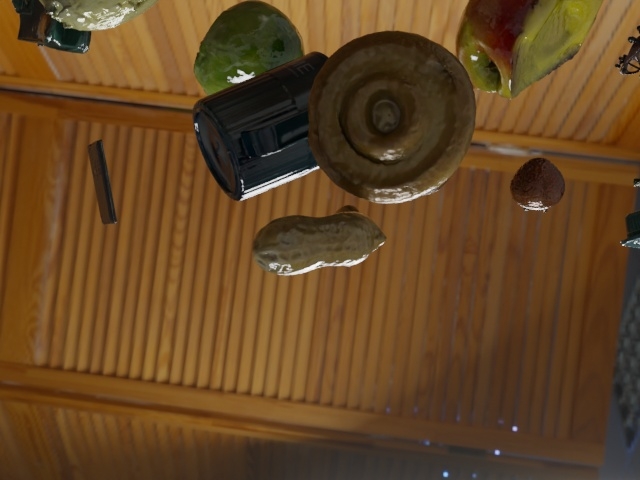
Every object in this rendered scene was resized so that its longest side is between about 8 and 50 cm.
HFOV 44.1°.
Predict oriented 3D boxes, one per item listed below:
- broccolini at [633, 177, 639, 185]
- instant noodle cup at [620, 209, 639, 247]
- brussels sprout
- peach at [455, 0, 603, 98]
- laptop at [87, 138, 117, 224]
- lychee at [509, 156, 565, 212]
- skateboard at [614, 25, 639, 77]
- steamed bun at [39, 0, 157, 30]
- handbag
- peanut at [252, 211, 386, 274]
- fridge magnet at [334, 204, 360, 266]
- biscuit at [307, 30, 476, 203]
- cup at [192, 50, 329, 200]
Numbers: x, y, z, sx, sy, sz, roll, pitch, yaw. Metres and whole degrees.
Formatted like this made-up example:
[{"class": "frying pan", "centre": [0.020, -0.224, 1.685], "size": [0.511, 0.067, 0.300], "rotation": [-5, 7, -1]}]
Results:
[{"class": "broccolini", "centre": [0.831, -0.130, 1.823], "size": [0.091, 0.202, 0.068], "rotation": [25, 89, -61]}, {"class": "instant noodle cup", "centre": [0.738, -0.042, 1.688], "size": [0.157, 0.179, 0.070], "rotation": [3, 70, -51]}, {"class": "brussels sprout", "centre": [-0.200, -0.525, 2.221], "size": [0.344, 0.344, 0.268], "rotation": [80, 5, -79]}, {"class": "peach", "centre": [0.466, -0.528, 1.773], "size": [0.380, 0.242, 0.306], "rotation": [-35, 140, -20]}, {"class": "laptop", "centre": [-0.473, -0.124, 1.709], "size": [0.129, 0.016, 0.180], "rotation": [1, -78, 65]}, {"class": "lychee", "centre": [0.439, -0.103, 1.575], "size": [0.101, 0.114, 0.140], "rotation": [9, -48, 55]}, {"class": "skateboard", "centre": [0.882, -0.516, 2.199], "size": [0.067, 0.080, 0.151], "rotation": [-48, 161, -27]}, {"class": "steamed bun", "centre": [-0.344, -0.453, 1.270], "size": [0.273, 0.232, 0.166], "rotation": [-44, 168, -7]}, {"class": "handbag", "centre": [-0.532, -0.553, 1.596], "size": [0.089, 0.238, 0.327], "rotation": [2, 102, -42]}, {"class": "peanut", "centre": [0.000, 0.000, 1.357], "size": [0.117, 0.263, 0.101], "rotation": [42, -48, 50]}, {"class": "fridge magnet", "centre": [0.066, -0.012, 1.819], "size": [0.143, 0.063, 0.143], "rotation": [-7, -98, 61]}, {"class": "biscuit", "centre": [0.115, -0.208, 1.338], "size": [0.102, 0.296, 0.297], "rotation": [-21, 118, -73]}, {"class": "cup", "centre": [-0.083, -0.223, 1.659], "size": [0.308, 0.292, 0.242], "rotation": [46, -27, 43]}]
